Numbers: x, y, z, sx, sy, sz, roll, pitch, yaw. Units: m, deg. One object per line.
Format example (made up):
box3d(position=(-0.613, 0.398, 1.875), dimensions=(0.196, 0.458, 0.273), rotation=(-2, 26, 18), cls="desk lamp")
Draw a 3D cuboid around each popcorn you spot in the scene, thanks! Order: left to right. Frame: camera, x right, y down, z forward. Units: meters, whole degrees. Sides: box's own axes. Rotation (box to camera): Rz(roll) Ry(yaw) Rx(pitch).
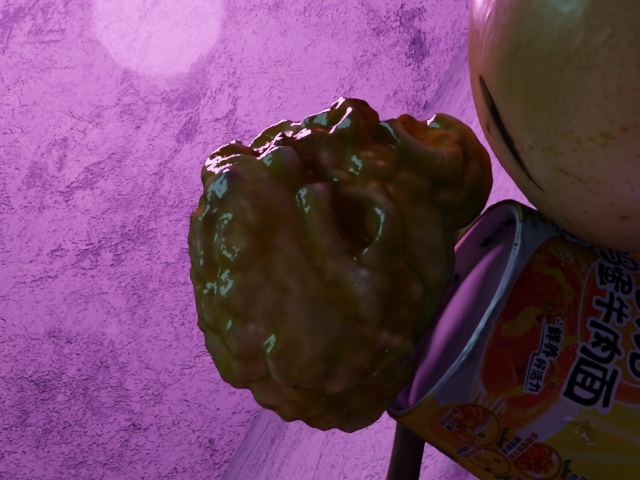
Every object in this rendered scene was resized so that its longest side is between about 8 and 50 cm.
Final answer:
box3d(position=(0.000, 0.000, 0.766), dimensions=(0.286, 0.225, 0.174), rotation=(-64, 13, -14), cls="popcorn")

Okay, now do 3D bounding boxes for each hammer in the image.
box3d(position=(0.101, 0.178, 1.033), dimensions=(0.168, 0.044, 0.440), rotation=(-32, -38, -35), cls="hammer")

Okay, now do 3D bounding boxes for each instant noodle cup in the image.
box3d(position=(0.188, 0.101, 0.771), dimensions=(0.264, 0.200, 0.264), rotation=(-58, 8, 14), cls="instant noodle cup")

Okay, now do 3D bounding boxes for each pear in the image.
box3d(position=(0.255, -0.149, 0.675), dimensions=(0.309, 0.309, 0.309), rotation=(-60, 7, 12), cls="pear")

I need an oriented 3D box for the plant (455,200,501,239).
box3d(position=(0.151, 0.021, 1.122), dimensions=(0.306, 0.261, 0.297), rotation=(-25, 35, 60), cls="plant")
